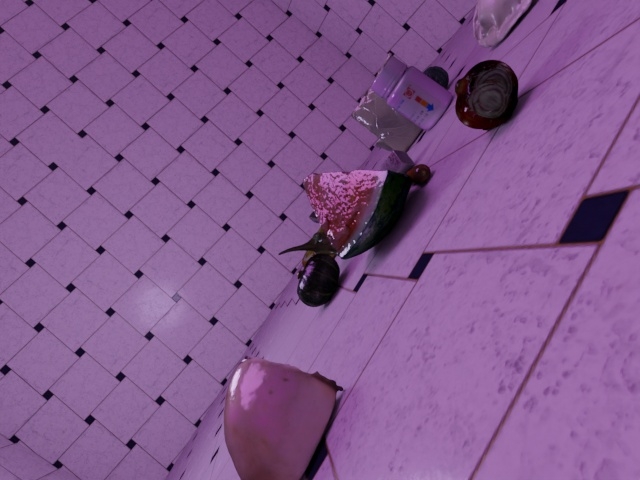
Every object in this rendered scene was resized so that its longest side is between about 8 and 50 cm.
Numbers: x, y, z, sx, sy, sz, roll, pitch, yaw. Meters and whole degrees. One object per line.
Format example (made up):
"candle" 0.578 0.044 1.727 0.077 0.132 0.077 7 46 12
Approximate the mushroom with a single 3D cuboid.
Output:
"mushroom" -0.107 0.311 0.662 0.236 0.162 0.173 -55 2 44

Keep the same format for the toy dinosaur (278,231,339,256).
"toy dinosaur" 0.000 0.000 1.432 0.300 0.446 0.087 11 103 56

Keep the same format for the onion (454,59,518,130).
"onion" 0.289 -0.254 0.716 0.117 0.118 0.118 -60 4 6

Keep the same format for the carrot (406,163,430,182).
"carrot" 0.243 -0.168 1.052 0.047 0.047 0.191 -56 3 3

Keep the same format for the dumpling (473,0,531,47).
"dumpling" 0.525 -0.657 1.161 0.252 0.131 0.180 -143 66 -65

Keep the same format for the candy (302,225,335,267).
"candy" 0.013 0.025 1.765 0.260 0.118 0.260 -58 6 10

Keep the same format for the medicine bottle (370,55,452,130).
"medicine bottle" 0.310 -0.507 1.391 0.152 0.254 0.152 -56 3 4

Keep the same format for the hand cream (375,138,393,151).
"hand cream" 0.359 -0.487 1.636 0.306 0.147 0.093 -55 43 32

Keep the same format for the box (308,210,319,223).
"box" 0.088 -0.135 1.634 0.180 0.047 0.324 -54 30 -10

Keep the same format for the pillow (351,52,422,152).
"pillow" 0.294 -0.514 1.553 0.281 0.274 0.076 -54 -9 36

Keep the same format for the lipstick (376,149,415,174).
"lipstick" 0.184 -0.160 1.350 0.068 0.066 0.317 -3 -37 -40

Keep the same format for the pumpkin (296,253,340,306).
"pumpkin" -0.009 0.120 1.232 0.167 0.125 0.167 -53 16 22

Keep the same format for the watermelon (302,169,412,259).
"watermelon" 0.097 -0.060 1.042 0.292 0.319 0.222 8 -93 -53

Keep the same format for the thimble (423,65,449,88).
"thimble" 0.451 -0.628 1.639 0.090 0.118 0.135 -54 -7 -34
